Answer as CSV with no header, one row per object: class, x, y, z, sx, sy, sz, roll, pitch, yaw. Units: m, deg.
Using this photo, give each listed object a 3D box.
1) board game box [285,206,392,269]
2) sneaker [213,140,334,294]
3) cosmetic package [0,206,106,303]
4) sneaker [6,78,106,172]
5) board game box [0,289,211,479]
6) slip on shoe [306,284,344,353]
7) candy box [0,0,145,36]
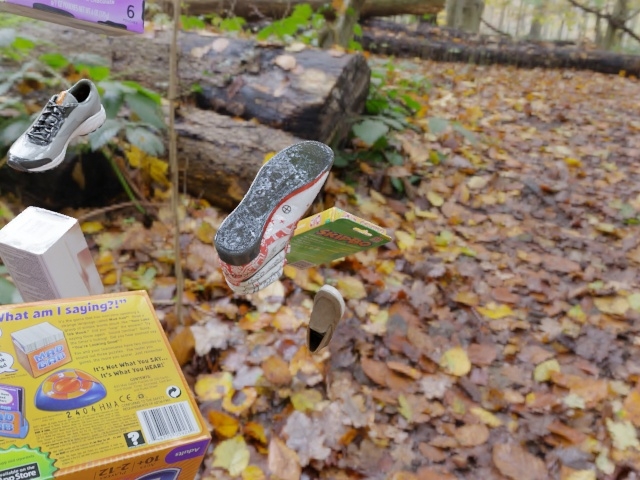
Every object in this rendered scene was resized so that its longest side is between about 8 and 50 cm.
board game box,0.000,0.000,1.184,0.124,0.039,0.259,22,-24,-35
sneaker,-0.071,-0.035,1.060,0.090,0.145,0.270,26,58,19
cosmetic package,-0.618,0.083,1.531,0.153,0.296,0.129,15,44,19
sneaker,-0.553,-0.241,1.355,0.100,0.108,0.271,21,49,8
board game box,-0.464,0.352,1.183,0.357,0.356,0.356,-4,44,-35
slip on shoe,0.002,0.129,1.044,0.051,0.135,0.041,30,45,13
candy box,-0.274,-0.338,0.710,0.070,0.196,0.165,12,10,39
